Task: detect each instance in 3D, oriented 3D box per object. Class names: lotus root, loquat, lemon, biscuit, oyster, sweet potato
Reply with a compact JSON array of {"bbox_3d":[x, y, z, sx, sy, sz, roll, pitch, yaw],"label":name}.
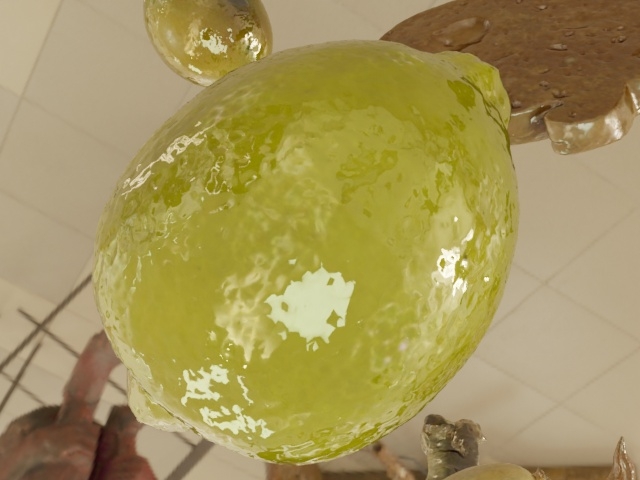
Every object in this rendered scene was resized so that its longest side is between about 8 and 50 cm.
[{"bbox_3d":[0.151,0.236,0.798,0.150,0.073,0.062,-13,99,-16],"label":"lotus root"},{"bbox_3d":[-0.139,-0.269,1.128,0.152,0.152,0.195,-28,99,32],"label":"loquat"},{"bbox_3d":[0.000,0.000,0.424,0.248,0.184,0.184,-46,114,-2],"label":"lemon"},{"bbox_3d":[0.235,-0.182,0.929,0.367,0.314,0.063,-14,130,0],"label":"biscuit"},{"bbox_3d":[0.209,0.392,1.270,0.197,0.337,0.133,10,124,3],"label":"oyster"},{"bbox_3d":[0.487,0.403,1.437,0.056,0.056,0.195,2,108,12],"label":"sweet potato"}]
